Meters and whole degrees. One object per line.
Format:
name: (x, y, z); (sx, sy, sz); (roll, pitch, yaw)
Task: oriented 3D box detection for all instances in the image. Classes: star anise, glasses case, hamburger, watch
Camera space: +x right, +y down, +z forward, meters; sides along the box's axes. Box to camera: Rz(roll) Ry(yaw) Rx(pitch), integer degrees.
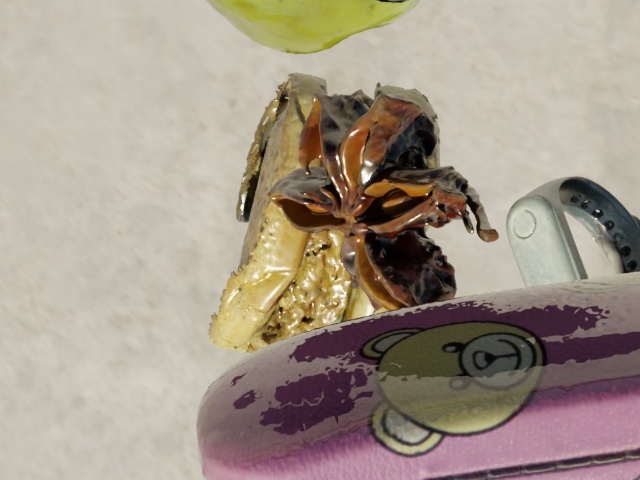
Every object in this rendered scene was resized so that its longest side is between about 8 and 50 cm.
star anise: (0.056, -0.026, 1.405); (0.126, 0.220, 0.190); (-7, 145, -45)
glasses case: (0.108, 0.060, 0.655); (0.316, 0.123, 0.076); (-8, 107, 0)
hamburger: (0.000, 0.000, 1.740); (0.195, 0.277, 0.318); (14, 142, -9)
watch: (0.267, 0.035, 1.585); (0.193, 0.206, 0.068); (7, 145, -47)

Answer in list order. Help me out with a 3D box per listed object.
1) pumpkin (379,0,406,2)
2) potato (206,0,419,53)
pumpkin: (0.037, -0.216, 0.860); (0.194, 0.194, 0.150); (-41, 162, -7)
potato: (-0.035, -0.279, 1.124); (0.216, 0.216, 0.304); (-22, 90, -16)
